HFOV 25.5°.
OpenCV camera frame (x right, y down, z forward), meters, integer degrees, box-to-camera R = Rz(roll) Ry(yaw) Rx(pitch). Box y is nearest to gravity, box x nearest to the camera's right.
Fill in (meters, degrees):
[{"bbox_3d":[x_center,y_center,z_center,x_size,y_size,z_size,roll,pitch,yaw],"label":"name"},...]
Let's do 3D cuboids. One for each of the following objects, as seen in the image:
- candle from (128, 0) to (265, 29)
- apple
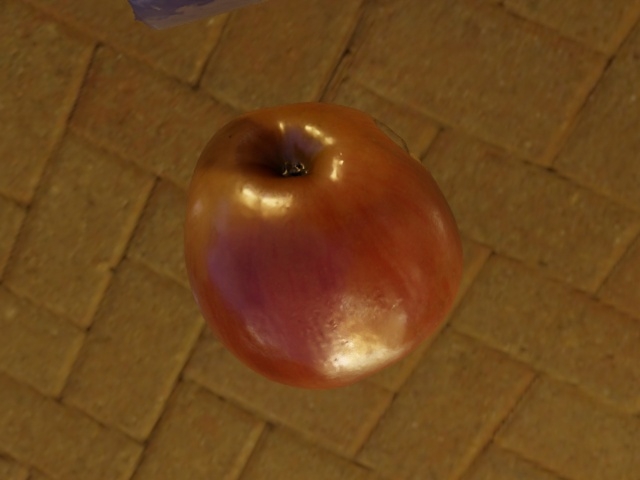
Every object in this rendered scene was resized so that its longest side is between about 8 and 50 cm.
[{"bbox_3d":[-0.126,-0.290,1.286,0.330,0.187,0.187,-13,116,15],"label":"candle"},{"bbox_3d":[0.000,0.000,1.260,0.242,0.242,0.241,-5,139,21],"label":"apple"}]
